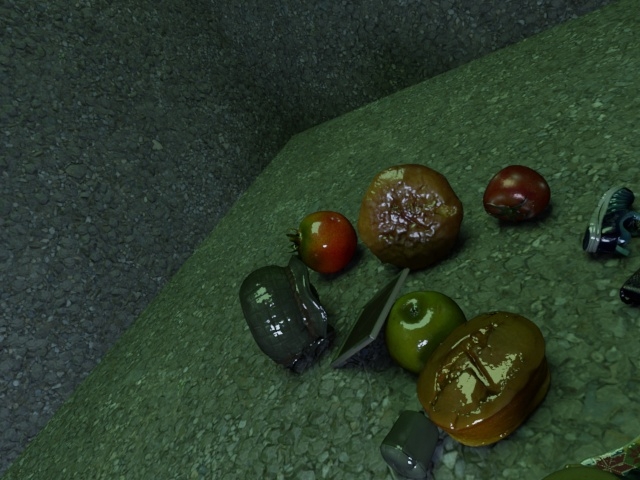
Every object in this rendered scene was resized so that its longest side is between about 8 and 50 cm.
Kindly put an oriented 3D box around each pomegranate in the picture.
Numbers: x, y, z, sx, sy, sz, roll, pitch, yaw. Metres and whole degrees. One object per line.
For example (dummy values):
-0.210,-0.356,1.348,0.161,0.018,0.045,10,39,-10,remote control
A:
0.000,0.000,1.532,0.256,0.221,0.221,4,19,-19,pomegranate

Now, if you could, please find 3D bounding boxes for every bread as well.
0.314,0.259,0.851,0.269,0.143,0.195,-38,26,-8,bread
0.262,-0.075,1.296,0.311,0.312,0.172,-27,10,19,bread

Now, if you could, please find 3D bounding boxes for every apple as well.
0.237,0.204,1.016,0.196,0.157,0.197,-22,37,17,apple

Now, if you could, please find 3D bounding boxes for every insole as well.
0.488,0.330,0.674,0.193,0.006,0.065,-30,27,13,insole

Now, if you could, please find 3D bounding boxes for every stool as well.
0.175,0.392,0.855,0.096,0.096,0.110,-4,37,47,stool

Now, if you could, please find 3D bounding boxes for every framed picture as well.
0.121,0.206,1.135,0.213,0.016,0.289,-55,-2,-34,framed picture

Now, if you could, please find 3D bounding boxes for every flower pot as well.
-0.097,0.210,1.301,0.212,0.302,0.302,-24,26,-3,flower pot

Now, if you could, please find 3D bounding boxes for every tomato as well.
0.533,-0.130,1.198,0.167,0.167,0.167,-28,27,16,tomato

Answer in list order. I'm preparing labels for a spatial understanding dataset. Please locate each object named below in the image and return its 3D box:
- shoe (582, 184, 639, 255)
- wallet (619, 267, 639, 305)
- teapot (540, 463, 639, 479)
0.667,-0.042,0.989,0.106,0.092,0.207,19,52,33,shoe
0.718,0.059,0.782,0.262,0.072,0.221,-39,21,-11,wallet
0.359,0.389,0.596,0.270,0.173,0.182,-53,-17,22,teapot
